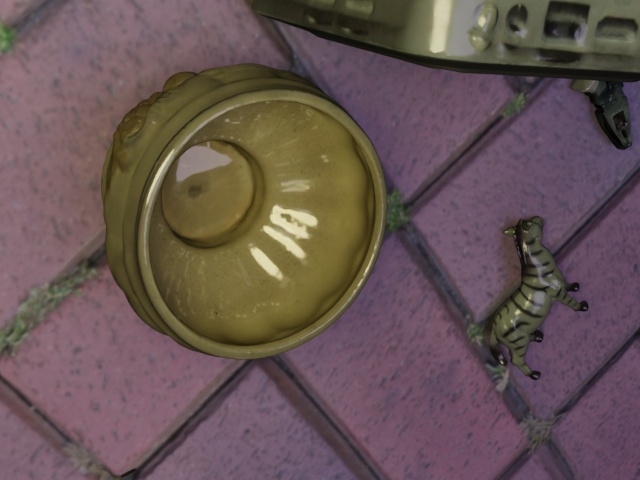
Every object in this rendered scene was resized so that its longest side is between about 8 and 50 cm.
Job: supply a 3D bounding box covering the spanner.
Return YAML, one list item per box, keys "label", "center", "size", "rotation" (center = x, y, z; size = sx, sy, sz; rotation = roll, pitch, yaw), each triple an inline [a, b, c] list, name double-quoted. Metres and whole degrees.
- label: "spanner"
  center: [0.386, -0.266, 1.385]
  size: [0.095, 0.040, 0.325]
  rotation: [-35, 119, -14]

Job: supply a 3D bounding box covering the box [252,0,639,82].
- label: "box"
  center: [0.171, -0.249, 1.056]
  size: [0.395, 0.396, 0.111]
  rotation: [-3, 110, -28]

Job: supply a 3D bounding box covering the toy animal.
- label: "toy animal"
  center: [0.306, 0.082, 1.443]
  size: [0.176, 0.073, 0.217]
  rotation: [28, 96, -28]

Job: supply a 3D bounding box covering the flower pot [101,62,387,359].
- label: "flower pot"
  center: [-0.106, -0.044, 1.062]
  size: [0.307, 0.244, 0.308]
  rotation: [-9, 109, -27]
